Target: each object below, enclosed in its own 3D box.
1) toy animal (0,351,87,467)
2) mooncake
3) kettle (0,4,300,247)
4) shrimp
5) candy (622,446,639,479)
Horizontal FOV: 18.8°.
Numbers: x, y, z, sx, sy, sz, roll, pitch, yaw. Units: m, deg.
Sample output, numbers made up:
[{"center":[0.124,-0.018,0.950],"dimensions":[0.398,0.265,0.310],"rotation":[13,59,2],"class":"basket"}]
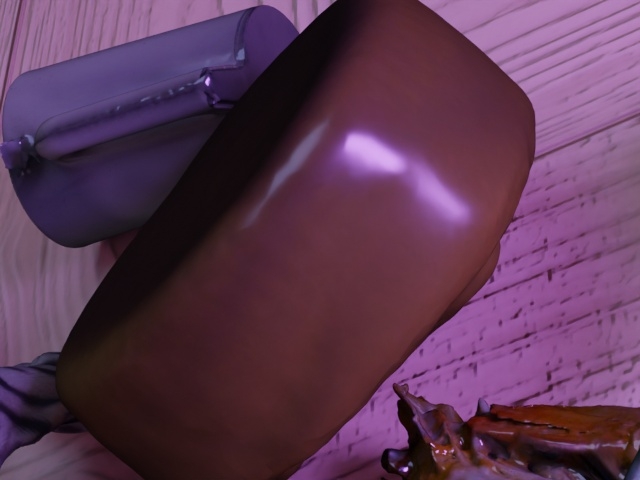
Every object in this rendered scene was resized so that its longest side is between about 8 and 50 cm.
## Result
[{"center":[-0.191,0.089,0.828],"dimensions":[0.170,0.090,0.255],"rotation":[12,28,12],"class":"toy animal"},{"center":[0.000,0.000,0.812],"dimensions":[0.235,0.117,0.235],"rotation":[-46,12,13],"class":"mooncake"},{"center":[-0.085,-0.065,0.993],"dimensions":[0.148,0.127,0.098],"rotation":[-15,56,26],"class":"kettle"},{"center":[0.098,0.100,0.715],"dimensions":[0.115,0.051,0.217],"rotation":[-41,35,-15],"class":"shrimp"},{"center":[0.155,0.015,0.714],"dimensions":[0.305,0.083,0.091],"rotation":[-57,0,-31],"class":"candy"}]
